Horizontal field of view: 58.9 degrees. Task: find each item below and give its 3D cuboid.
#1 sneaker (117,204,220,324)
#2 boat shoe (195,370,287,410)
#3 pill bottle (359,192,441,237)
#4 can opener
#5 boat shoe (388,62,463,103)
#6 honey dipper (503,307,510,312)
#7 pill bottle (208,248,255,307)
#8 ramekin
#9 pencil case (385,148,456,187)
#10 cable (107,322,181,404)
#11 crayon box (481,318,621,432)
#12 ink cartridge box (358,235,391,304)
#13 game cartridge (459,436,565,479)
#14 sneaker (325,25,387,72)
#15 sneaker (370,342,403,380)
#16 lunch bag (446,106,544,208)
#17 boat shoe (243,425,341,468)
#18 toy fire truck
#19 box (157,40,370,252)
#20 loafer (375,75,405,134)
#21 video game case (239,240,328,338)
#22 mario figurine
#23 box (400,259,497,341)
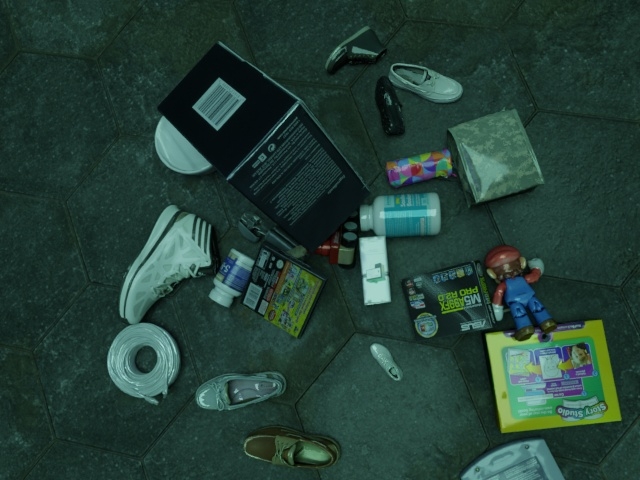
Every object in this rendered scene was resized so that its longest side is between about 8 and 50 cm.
[{"bbox_3d":[-0.508,0.115,1.968,0.257,0.169,0.447,22,81,11],"label":"sneaker"},{"bbox_3d":[-0.277,0.511,1.927,0.320,0.103,0.118,-8,82,6],"label":"boat shoe"},{"bbox_3d":[0.267,-0.083,1.909,0.264,0.146,0.146,-3,82,7],"label":"pill bottle"},{"bbox_3d":[-0.171,0.000,2.007,0.283,0.076,0.095,38,121,10],"label":"can opener"},{"bbox_3d":[0.369,-0.560,1.986,0.268,0.088,0.096,24,86,10],"label":"boat shoe"},{"bbox_3d":[0.620,0.233,1.884,0.161,0.030,0.030,-11,82,3],"label":"honey dipper"},{"bbox_3d":[-0.306,0.132,1.975,0.112,0.112,0.186,29,87,10],"label":"pill bottle"},{"bbox_3d":[-0.447,-0.358,2.049,0.273,0.127,0.272,-1,83,7],"label":"ramekin"},{"bbox_3d":[0.342,-0.246,1.946,0.236,0.104,0.104,-10,82,7],"label":"pencil case"},{"bbox_3d":[-0.615,0.420,1.992,0.257,0.089,0.257,16,84,10],"label":"cable"},{"bbox_3d":[0.725,0.427,1.806,0.363,0.106,0.313,-8,83,7],"label":"crayon box"},{"bbox_3d":[0.184,0.105,1.890,0.093,0.160,0.219,-6,83,7],"label":"ink cartridge box"},{"bbox_3d":[0.608,0.755,1.807,0.294,0.060,0.196,-26,84,3],"label":"game cartridge"},{"bbox_3d":[0.127,-0.659,2.033,0.222,0.083,0.118,-41,80,0],"label":"sneaker"},{"bbox_3d":[0.223,0.406,1.897,0.054,0.061,0.152,-41,78,3],"label":"sneaker"},{"bbox_3d":[0.569,-0.277,1.884,0.235,0.169,0.287,-17,85,4],"label":"lunch bag"},{"bbox_3d":[-0.097,0.688,1.872,0.324,0.120,0.122,1,83,7],"label":"boat shoe"},{"bbox_3d":[0.000,0.000,1.899,0.246,0.217,0.158,6,126,1],"label":"toy fire truck"},{"bbox_3d":[-0.167,-0.280,1.748,0.297,0.472,0.480,-47,51,1],"label":"box"},{"bbox_3d":[0.248,-0.476,2.007,0.078,0.076,0.223,-2,73,-29],"label":"loafer"},{"bbox_3d":[-0.129,0.170,1.913,0.248,0.035,0.275,29,122,10],"label":"video game case"},{"bbox_3d":[0.632,0.163,1.825,0.198,0.170,0.320,2,56,-28],"label":"mario figurine"},{"bbox_3d":[0.411,0.199,1.837,0.270,0.060,0.216,-18,79,35],"label":"box"}]
